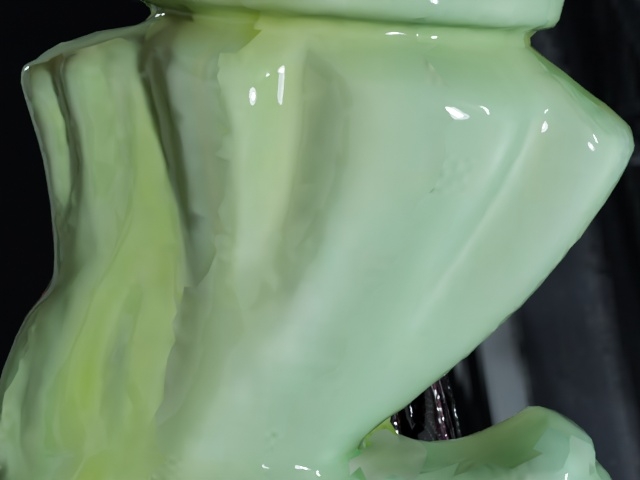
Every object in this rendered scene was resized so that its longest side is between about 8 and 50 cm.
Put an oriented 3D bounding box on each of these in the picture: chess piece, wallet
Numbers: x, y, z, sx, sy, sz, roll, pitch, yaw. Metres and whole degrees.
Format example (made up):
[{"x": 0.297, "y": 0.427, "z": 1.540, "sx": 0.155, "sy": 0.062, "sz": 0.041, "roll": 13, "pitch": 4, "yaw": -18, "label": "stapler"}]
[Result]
[{"x": 0.000, "y": 0.000, "z": 0.498, "sx": 0.176, "sy": 0.175, "sz": 0.298, "roll": 16, "pitch": -77, "yaw": 53, "label": "chess piece"}, {"x": 0.067, "y": 0.085, "z": 1.465, "sx": 0.221, "sy": 0.071, "sz": 0.262, "roll": -77, "pitch": 158, "yaw": -76, "label": "wallet"}]
